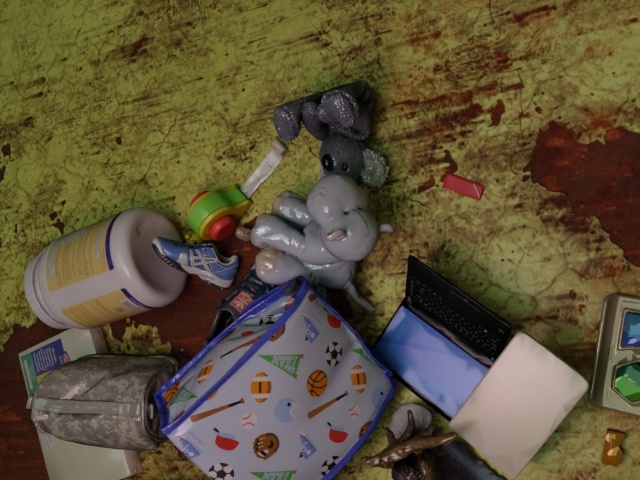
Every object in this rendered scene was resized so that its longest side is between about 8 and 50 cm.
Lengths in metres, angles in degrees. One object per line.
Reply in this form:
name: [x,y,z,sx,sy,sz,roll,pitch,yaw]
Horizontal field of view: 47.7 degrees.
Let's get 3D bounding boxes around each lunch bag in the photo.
lunch bag: [-0.076,0.303,1.426,0.385,0.239,0.328,-43,110,-6]
lunch bag: [-0.470,0.367,1.653,0.305,0.256,0.213,0,83,15]

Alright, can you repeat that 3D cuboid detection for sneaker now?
sneaker: [-0.284,0.034,1.656,0.081,0.211,0.080,-58,25,15]
sneaker: [-0.138,0.119,1.587,0.131,0.148,0.350,34,102,24]

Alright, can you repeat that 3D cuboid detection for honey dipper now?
honey dipper: [-0.145,-0.006,1.617,0.160,0.030,0.030,18,97,59]

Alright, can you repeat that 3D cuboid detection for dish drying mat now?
dish drying mat: [0.288,-0.109,1.460,0.083,0.008,0.032,24,100,25]

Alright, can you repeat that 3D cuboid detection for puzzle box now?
puzzle box: [-0.627,0.438,1.874,0.272,0.052,0.409,-24,77,24]

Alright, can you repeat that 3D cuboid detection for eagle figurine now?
eagle figurine: [0.217,0.486,1.392,0.225,0.298,0.226,-46,25,-18]

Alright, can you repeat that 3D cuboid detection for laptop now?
laptop: [0.220,0.197,1.410,0.234,0.264,0.136,36,67,23]

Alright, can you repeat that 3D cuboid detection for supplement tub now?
supplement tub: [-0.511,0.076,1.725,0.331,0.241,0.241,-18,80,25]

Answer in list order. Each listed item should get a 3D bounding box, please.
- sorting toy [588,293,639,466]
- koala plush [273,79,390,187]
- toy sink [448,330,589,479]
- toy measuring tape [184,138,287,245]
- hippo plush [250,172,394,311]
sorting toy: [0.596,0.262,1.272,0.229,0.041,0.307,9,92,27]
koala plush: [0.046,-0.207,1.515,0.196,0.203,0.221,-8,105,35]
toy sink: [0.376,0.290,1.333,0.153,0.131,0.234,38,109,23]
toy measuring tape: [-0.209,-0.102,1.651,0.330,0.121,0.121,-48,69,17]
hippo plush: [0.000,0.000,1.432,0.236,0.234,0.294,-48,58,62]
